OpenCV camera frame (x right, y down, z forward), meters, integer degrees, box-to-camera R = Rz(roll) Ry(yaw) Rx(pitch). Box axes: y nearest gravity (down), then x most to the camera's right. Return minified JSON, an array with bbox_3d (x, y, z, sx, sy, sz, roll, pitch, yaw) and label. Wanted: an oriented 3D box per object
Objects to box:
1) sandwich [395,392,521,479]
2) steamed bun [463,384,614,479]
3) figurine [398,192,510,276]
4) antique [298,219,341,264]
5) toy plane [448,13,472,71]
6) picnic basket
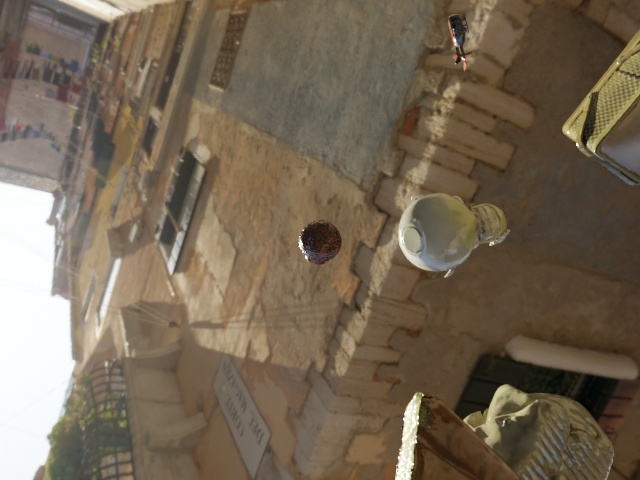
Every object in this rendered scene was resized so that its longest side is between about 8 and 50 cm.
[{"bbox_3d":[0.231,0.385,0.864,0.186,0.108,0.220,17,-137,1],"label":"sandwich"},{"bbox_3d":[0.441,0.497,1.129,0.342,0.368,0.255,48,161,-20],"label":"steamed bun"},{"bbox_3d":[0.366,-0.026,1.396,0.394,0.227,0.274,-12,169,-37],"label":"figurine"},{"bbox_3d":[0.000,0.000,1.160,0.104,0.104,0.104,20,-169,-4],"label":"antique"},{"bbox_3d":[0.315,-0.457,1.153,0.037,0.145,0.060,-12,173,5],"label":"toy plane"},{"bbox_3d":[0.606,-0.248,0.933,0.165,0.267,0.139,26,-155,-13],"label":"picnic basket"}]
